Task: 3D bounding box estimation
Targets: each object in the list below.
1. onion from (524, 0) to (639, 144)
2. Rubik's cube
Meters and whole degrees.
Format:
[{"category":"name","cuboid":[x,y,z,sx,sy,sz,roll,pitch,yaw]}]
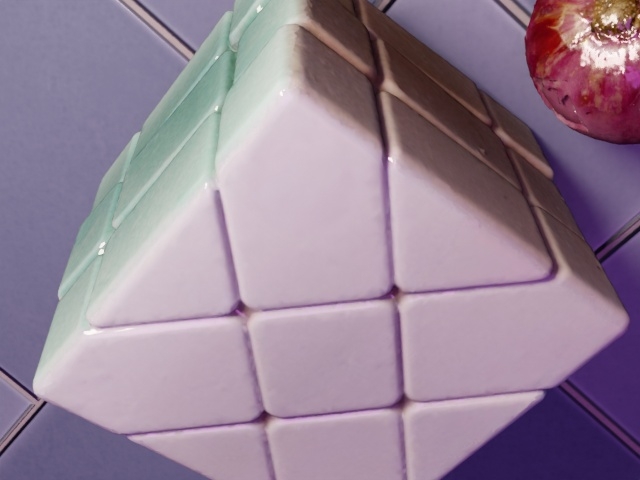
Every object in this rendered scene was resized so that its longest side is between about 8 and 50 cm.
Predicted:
[{"category":"onion","cuboid":[0.264,-0.170,0.734,0.177,0.153,0.177,10,112,27]},{"category":"Rubik's cube","cuboid":[0.000,0.000,0.732,0.319,0.315,0.322,33,116,-22]}]
